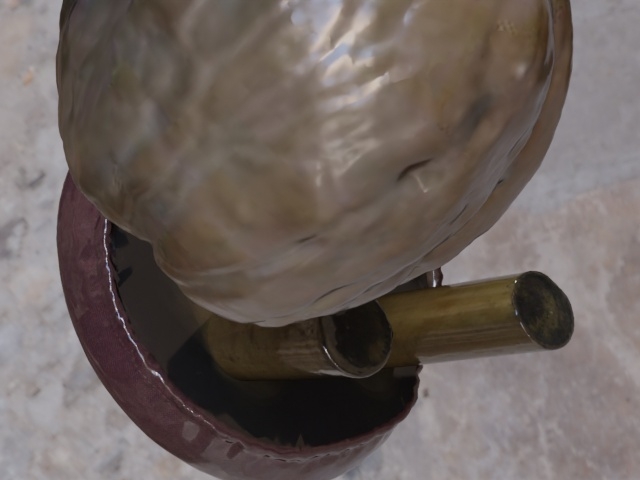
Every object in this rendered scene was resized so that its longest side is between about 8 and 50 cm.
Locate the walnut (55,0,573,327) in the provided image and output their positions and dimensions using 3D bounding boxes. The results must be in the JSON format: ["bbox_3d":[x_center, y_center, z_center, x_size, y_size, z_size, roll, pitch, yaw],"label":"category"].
[{"bbox_3d":[-0.001,-0.075,0.578,0.224,0.224,0.224,-12,51,15],"label":"walnut"}]

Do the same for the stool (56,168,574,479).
[{"bbox_3d":[0.000,0.000,0.834,0.178,0.272,0.272,-29,38,46],"label":"stool"}]
